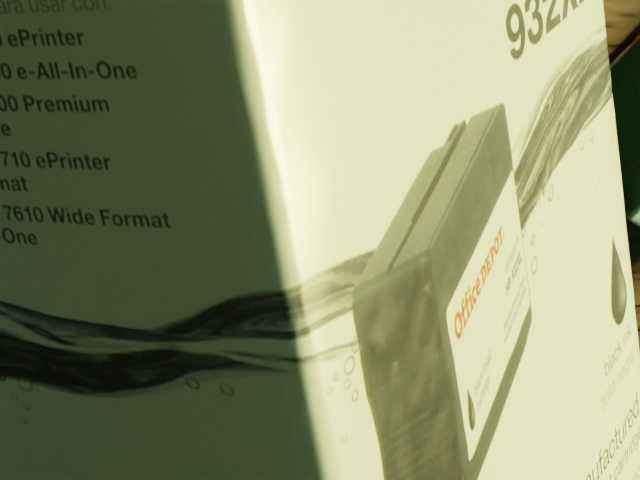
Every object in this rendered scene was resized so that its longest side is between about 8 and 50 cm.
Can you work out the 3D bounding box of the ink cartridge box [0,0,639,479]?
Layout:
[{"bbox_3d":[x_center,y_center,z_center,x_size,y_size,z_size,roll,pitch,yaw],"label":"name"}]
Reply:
[{"bbox_3d":[0.000,0.000,0.523,0.223,0.129,0.307,-39,125,-51],"label":"ink cartridge box"}]

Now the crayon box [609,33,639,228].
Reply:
[{"bbox_3d":[0.299,-0.122,0.933,0.323,0.083,0.203,-48,146,12],"label":"crayon box"}]
